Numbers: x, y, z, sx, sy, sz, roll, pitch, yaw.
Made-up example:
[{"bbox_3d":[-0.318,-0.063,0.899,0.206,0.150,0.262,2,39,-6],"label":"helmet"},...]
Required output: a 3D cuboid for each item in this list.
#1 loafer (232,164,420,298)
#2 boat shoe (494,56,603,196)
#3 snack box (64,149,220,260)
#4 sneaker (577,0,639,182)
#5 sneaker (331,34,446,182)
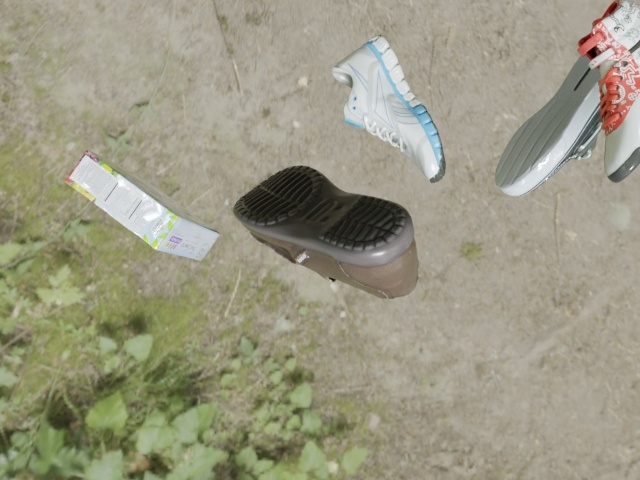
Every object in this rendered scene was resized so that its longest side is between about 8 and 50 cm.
[{"bbox_3d":[0.000,0.000,1.126,0.133,0.366,0.130,-36,122,-17],"label":"loafer"},{"bbox_3d":[0.455,-0.198,1.476,0.119,0.121,0.335,40,90,-31],"label":"boat shoe"},{"bbox_3d":[-0.154,-0.027,0.736,0.100,0.141,0.037,37,90,8],"label":"snack box"},{"bbox_3d":[0.424,-0.223,1.182,0.145,0.090,0.270,29,75,-3],"label":"sneaker"},{"bbox_3d":[0.072,-0.135,0.913,0.082,0.191,0.071,-26,157,-4],"label":"sneaker"}]
